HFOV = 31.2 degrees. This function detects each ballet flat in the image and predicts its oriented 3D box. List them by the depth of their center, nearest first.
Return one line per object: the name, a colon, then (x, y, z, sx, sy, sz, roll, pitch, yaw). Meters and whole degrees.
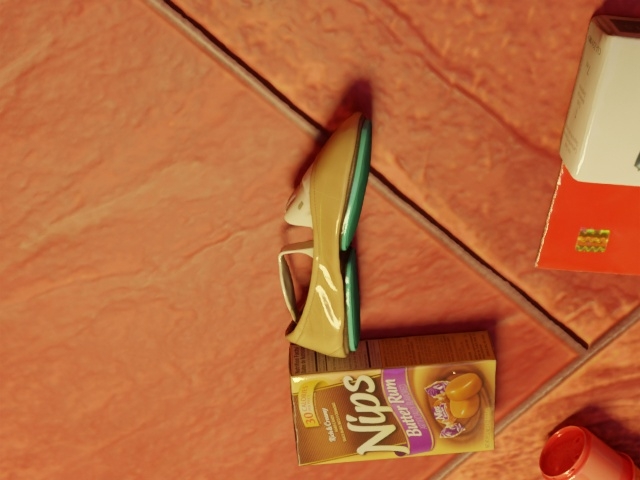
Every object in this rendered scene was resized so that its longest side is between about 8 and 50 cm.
ballet flat: (0.000, 0.000, 0.961, 0.073, 0.080, 0.232, 8, 119, 9)

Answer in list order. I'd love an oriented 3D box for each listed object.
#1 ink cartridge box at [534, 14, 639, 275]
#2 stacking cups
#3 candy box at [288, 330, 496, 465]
ink cartridge box: (0.337, -0.056, 0.958, 0.275, 0.060, 0.238, 4, 119, -6)
stacking cups: (0.339, 0.297, 1.150, 0.316, 0.096, 0.096, 37, 112, -19)
candy box: (0.067, 0.147, 1.063, 0.187, 0.053, 0.109, -4, 121, 0)
